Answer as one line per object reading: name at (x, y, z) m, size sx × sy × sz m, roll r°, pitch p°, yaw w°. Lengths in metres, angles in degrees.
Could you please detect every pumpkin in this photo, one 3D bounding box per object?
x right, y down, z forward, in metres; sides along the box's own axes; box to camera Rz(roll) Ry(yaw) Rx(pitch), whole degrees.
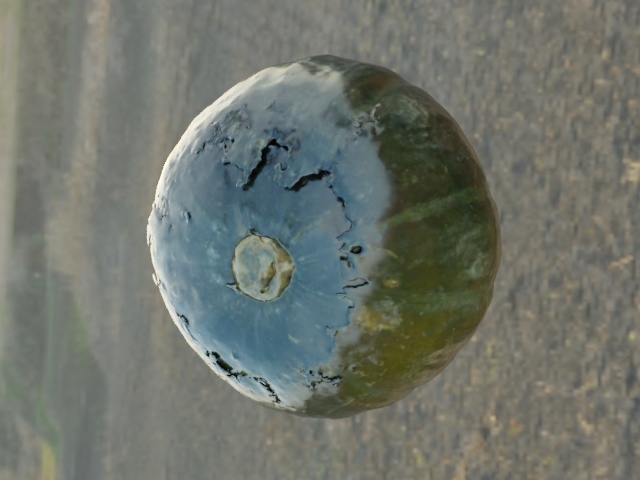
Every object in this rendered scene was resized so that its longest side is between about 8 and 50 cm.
pumpkin at (0.000, 0.000, 1.532) m, size 0.454 × 0.344 × 0.454 m, roll 7°, pitch 103°, yaw 34°
